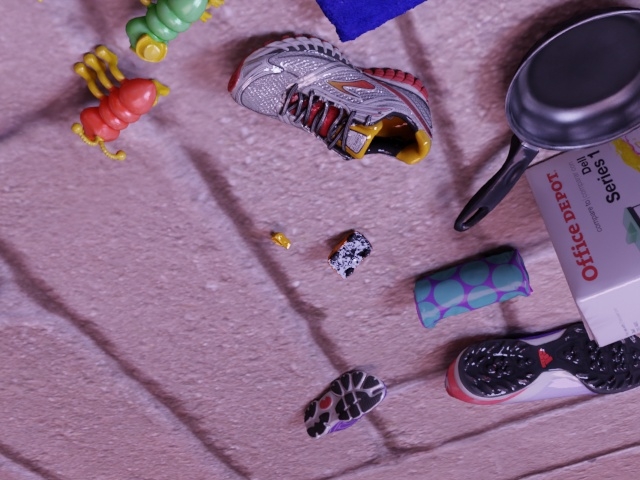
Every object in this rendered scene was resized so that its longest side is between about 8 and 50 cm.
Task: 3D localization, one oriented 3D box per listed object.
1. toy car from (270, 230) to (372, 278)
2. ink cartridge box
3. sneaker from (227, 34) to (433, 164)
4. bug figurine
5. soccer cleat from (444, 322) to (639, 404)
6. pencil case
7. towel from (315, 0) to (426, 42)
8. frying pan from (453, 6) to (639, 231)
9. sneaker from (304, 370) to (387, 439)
[{"bbox_3d":[0.000,0.000,1.189,0.122,0.060,0.040,28,174,-20],"label":"toy car"},{"bbox_3d":[0.396,-0.032,1.106,0.278,0.201,0.117,-24,141,15],"label":"ink cartridge box"},{"bbox_3d":[0.018,-0.133,0.962,0.225,0.093,0.088,9,138,-24],"label":"sneaker"},{"bbox_3d":[-0.218,-0.185,0.846,0.216,0.072,0.279,-36,136,27],"label":"bug figurine"},{"bbox_3d":[0.340,0.191,1.477,0.318,0.109,0.116,-4,162,-13],"label":"soccer cleat"},{"bbox_3d":[0.198,0.064,1.287,0.151,0.064,0.070,-18,126,8],"label":"pencil case"},{"bbox_3d":[0.102,-0.296,0.790,0.308,0.076,0.227,-26,140,17],"label":"towel"},{"bbox_3d":[0.274,-0.129,1.073,0.197,0.053,0.326,-2,143,-13],"label":"frying pan"},{"bbox_3d":[0.044,0.247,1.496,0.071,0.068,0.170,2,152,-42],"label":"sneaker"}]
